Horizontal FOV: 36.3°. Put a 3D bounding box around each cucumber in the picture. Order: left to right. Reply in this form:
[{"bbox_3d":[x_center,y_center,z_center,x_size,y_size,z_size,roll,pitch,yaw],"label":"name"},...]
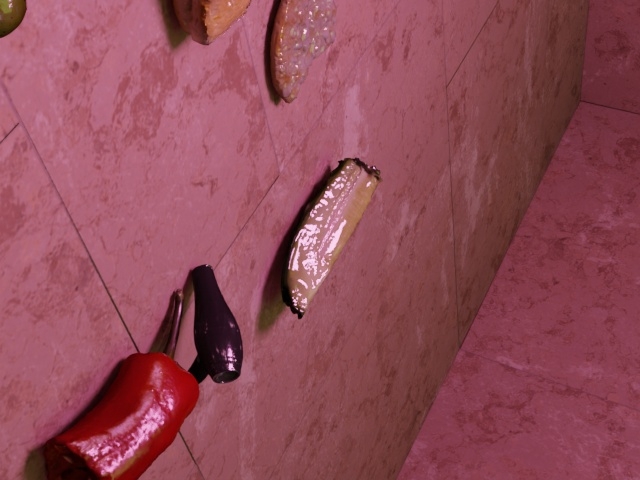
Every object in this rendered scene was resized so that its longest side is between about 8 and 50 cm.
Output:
[{"bbox_3d":[-0.002,0.000,1.850,0.325,0.105,0.145,-62,-178,-24],"label":"cucumber"}]

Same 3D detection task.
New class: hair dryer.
[{"bbox_3d":[-0.193,0.171,1.548,0.075,0.196,0.219,2,142,-28],"label":"hair dryer"}]

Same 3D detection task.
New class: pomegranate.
[{"bbox_3d":[-0.335,-0.233,0.967,0.084,0.073,0.073,-23,137,-14],"label":"pomegranate"}]

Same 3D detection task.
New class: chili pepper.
[{"bbox_3d":[-0.247,0.233,1.415,0.338,0.131,0.135,-51,158,-45],"label":"chili pepper"}]

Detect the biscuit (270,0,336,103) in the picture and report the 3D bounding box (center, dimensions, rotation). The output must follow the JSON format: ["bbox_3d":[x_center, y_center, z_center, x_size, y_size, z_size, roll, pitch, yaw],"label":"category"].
[{"bbox_3d":[-0.026,-0.357,1.610,0.188,0.040,0.265,-1,108,-66],"label":"biscuit"}]

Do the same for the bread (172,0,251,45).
[{"bbox_3d":[-0.149,-0.338,1.295,0.106,0.082,0.125,-45,156,-30],"label":"bread"}]
